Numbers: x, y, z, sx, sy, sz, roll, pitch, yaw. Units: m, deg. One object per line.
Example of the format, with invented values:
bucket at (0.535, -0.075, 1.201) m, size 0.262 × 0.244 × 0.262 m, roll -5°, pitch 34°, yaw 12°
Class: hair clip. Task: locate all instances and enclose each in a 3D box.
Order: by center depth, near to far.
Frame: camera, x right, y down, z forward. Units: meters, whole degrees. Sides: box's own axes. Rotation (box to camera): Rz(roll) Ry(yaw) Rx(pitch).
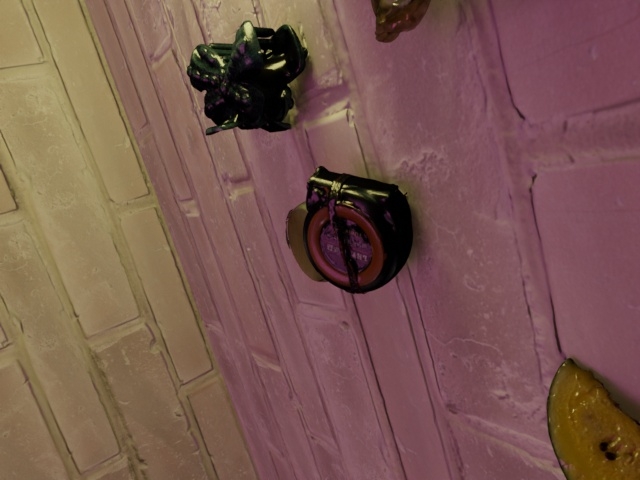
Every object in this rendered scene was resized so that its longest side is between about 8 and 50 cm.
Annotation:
hair clip at (-0.163, -0.328, 0.984) m, size 0.310 × 0.194 × 0.206 m, roll 14°, pitch 115°, yaw 54°

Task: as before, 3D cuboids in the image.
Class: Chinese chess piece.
Chinese chess piece at (0.000, 0.000, 1.049) m, size 0.188 × 0.083 × 0.189 m, roll 37°, pitch 137°, yaw 44°

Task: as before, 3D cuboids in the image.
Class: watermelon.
watermelon at (0.396, 0.299, 0.583) m, size 0.301 × 0.123 × 0.129 m, roll 50°, pitch 119°, yaw 45°

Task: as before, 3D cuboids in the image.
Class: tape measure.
tape measure at (0.069, -0.015, 0.861) m, size 0.202 × 0.135 × 0.223 m, roll 15°, pitch 118°, yaw 27°

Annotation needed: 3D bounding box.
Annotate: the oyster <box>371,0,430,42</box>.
oyster at (0.160, -0.368, 0.508) m, size 0.351 × 0.114 × 0.238 m, roll -45°, pitch 56°, yaw 42°
